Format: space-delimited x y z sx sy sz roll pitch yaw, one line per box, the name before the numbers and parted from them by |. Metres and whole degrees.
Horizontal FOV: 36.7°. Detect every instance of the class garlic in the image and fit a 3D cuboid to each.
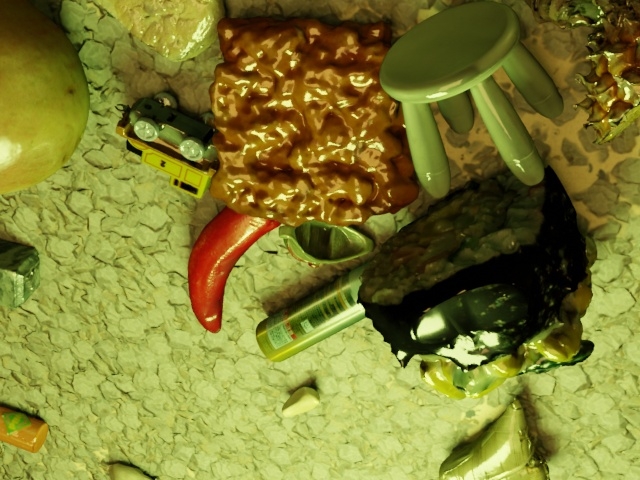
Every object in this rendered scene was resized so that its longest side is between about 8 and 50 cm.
garlic | -0.033 0.295 1.761 0.083 0.053 0.041 -30 106 22
garlic | -0.386 0.507 1.977 0.152 0.066 0.084 44 123 -14

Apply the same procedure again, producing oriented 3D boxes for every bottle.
bottle | -0.657 0.375 1.978 0.187 0.069 0.069 18 123 4
bottle | 0.019 0.115 1.625 0.286 0.082 0.082 -31 107 29

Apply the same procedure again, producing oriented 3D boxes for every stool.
stool | 0.202 -0.187 1.301 0.195 0.195 0.199 -6 130 34

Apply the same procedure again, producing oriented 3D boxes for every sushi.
sushi | 0.252 0.092 1.406 0.328 0.329 0.285 -28 107 16

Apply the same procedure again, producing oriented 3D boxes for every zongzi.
zongzi | 0.287 0.364 1.681 0.194 0.099 0.197 -15 116 16

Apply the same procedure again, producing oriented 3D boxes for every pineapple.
pineapple | 0.358 -0.298 1.234 0.272 0.262 0.262 49 122 9

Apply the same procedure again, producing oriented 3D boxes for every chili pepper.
chili pepper | -0.146 0.017 1.625 0.137 0.092 0.368 17 132 -29

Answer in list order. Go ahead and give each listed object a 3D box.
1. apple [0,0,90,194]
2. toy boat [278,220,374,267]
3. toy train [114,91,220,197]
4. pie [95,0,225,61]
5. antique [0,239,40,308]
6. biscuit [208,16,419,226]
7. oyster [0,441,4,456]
apple | -0.518 -0.234 1.455 0.338 0.305 0.338 14 121 24
toy boat | -0.001 0.000 1.551 0.071 0.185 0.089 -6 78 54
toy train | -0.232 -0.151 1.541 0.219 0.089 0.127 24 133 0
pie | -0.237 -0.375 1.431 0.218 0.052 0.185 40 123 -7
antique | -0.608 0.051 1.763 0.183 0.088 0.086 15 123 7
biscuit | -0.007 -0.173 1.431 0.318 0.110 0.312 5 111 10
oyster | -0.695 0.430 2.050 0.054 0.019 0.083 -5 116 17
